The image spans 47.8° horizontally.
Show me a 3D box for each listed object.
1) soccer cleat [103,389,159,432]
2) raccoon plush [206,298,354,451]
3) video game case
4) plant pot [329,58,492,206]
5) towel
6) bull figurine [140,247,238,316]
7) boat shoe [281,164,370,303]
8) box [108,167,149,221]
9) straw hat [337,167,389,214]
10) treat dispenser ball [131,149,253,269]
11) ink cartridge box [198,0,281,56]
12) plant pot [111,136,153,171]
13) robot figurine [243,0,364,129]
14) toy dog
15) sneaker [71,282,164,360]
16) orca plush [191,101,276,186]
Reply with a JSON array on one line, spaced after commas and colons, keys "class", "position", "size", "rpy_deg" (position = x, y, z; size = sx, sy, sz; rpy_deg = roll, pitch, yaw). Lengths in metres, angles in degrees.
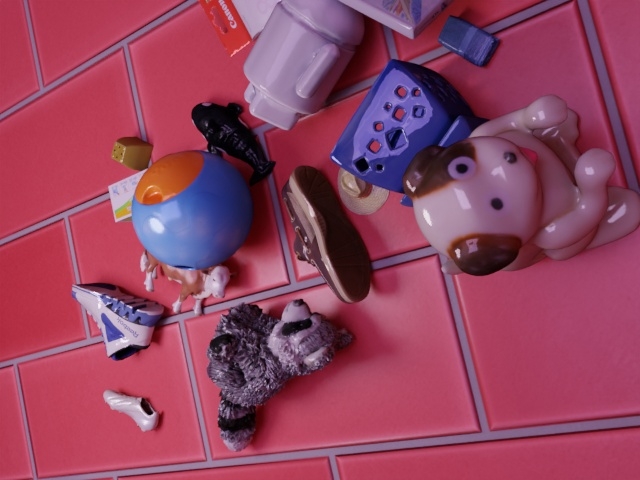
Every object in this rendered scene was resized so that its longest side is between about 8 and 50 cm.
[{"class": "soccer cleat", "position": [-0.534, 0.467, 2.051], "size": [0.196, 0.068, 0.076], "rpy_deg": [29, 102, 22]}, {"class": "raccoon plush", "position": [-0.081, 0.329, 1.716], "size": [0.299, 0.216, 0.447], "rpy_deg": [11, 128, 20]}, {"class": "video game case", "position": [0.156, -0.572, 1.453], "size": [0.329, 0.036, 0.300], "rpy_deg": [37, 74, 27]}, {"class": "plant pot", "position": [0.199, -0.196, 1.431], "size": [0.212, 0.236, 0.236], "rpy_deg": [41, 113, 19]}, {"class": "towel", "position": [0.300, -0.406, 1.469], "size": [0.119, 0.029, 0.067], "rpy_deg": [39, 112, 26]}, {"class": "bull figurine", "position": [-0.352, 0.085, 1.887], "size": [0.310, 0.101, 0.188], "rpy_deg": [37, 113, 27]}, {"class": "boat shoe", "position": [0.000, 0.000, 1.646], "size": [0.123, 0.123, 0.342], "rpy_deg": [-41, 70, 43]}, {"class": "box", "position": [-0.455, -0.125, 1.940], "size": [0.203, 0.114, 0.103], "rpy_deg": [-17, 83, 32]}, {"class": "straw hat", "position": [0.079, -0.128, 1.611], "size": [0.144, 0.061, 0.145], "rpy_deg": [1, 92, 34]}, {"class": "treat dispenser ball", "position": [-0.304, -0.073, 1.727], "size": [0.288, 0.288, 0.288], "rpy_deg": [2, 93, 34]}, {"class": "ink cartridge box", "position": [-0.195, -0.582, 1.753], "size": [0.232, 0.066, 0.189], "rpy_deg": [-27, 94, 27]}, {"class": "plant pot", "position": [-0.530, -0.242, 2.003], "size": [0.081, 0.083, 0.081], "rpy_deg": [27, 107, 29]}, {"class": "robot figurine", "position": [-0.036, -0.423, 1.593], "size": [0.353, 0.199, 0.300], "rpy_deg": [-56, 35, 23]}, {"class": "toy dog", "position": [0.308, -0.079, 1.249], "size": [0.395, 0.407, 0.285], "rpy_deg": [-31, 75, 31]}, {"class": "sneaker", "position": [-0.587, 0.235, 2.036], "size": [0.315, 0.127, 0.182], "rpy_deg": [17, 99, 31]}, {"class": "orca plush", "position": [-0.247, -0.250, 1.800], "size": [0.151, 0.102, 0.287], "rpy_deg": [-42, 70, 28]}]
